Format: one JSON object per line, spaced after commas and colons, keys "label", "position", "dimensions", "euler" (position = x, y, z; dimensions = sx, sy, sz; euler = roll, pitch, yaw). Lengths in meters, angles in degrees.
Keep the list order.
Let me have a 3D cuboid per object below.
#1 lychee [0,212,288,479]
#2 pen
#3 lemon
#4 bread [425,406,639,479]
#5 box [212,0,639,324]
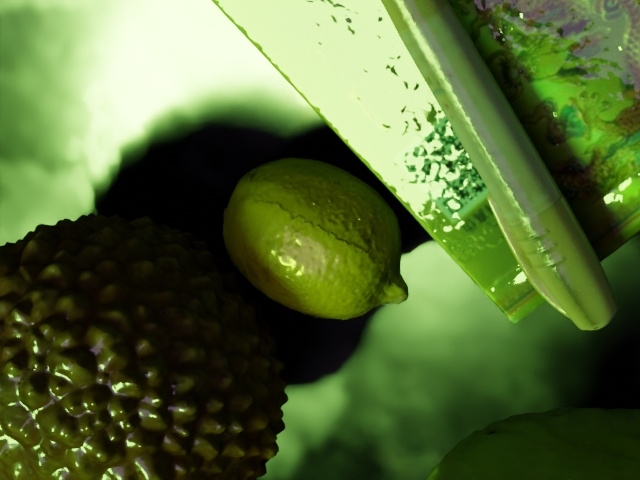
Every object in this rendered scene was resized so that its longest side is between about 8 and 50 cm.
{"label": "lychee", "position": [-0.110, 0.077, 0.935], "dimensions": [0.200, 0.238, 0.200], "euler": [-8, 70, 23]}
{"label": "pen", "position": [0.080, -0.054, 0.846], "dimensions": [0.040, 0.032, 0.233], "euler": [-19, 106, 51]}
{"label": "lemon", "position": [0.000, 0.000, 0.919], "dimensions": [0.110, 0.082, 0.082], "euler": [26, 120, 10]}
{"label": "bread", "position": [0.167, 0.268, 0.854], "dimensions": [0.348, 0.348, 0.308], "euler": [19, 107, 11]}
{"label": "box", "position": [0.057, -0.121, 0.866], "dimensions": [0.311, 0.043, 0.173], "euler": [46, 120, -4]}
